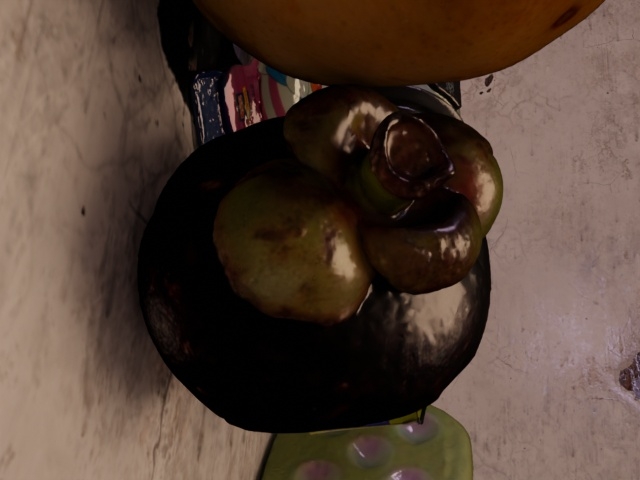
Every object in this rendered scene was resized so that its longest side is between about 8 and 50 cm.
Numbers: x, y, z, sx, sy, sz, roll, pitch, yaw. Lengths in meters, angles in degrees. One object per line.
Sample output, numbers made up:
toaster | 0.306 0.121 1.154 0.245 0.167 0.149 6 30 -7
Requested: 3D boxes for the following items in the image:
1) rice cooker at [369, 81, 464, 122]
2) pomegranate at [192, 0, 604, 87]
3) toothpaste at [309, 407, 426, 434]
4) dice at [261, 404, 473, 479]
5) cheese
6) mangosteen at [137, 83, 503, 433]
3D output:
rice cooker | 0.081 -0.168 1.020 0.280 0.241 0.227 36 44 -35
pomegranate | 0.053 -0.310 0.516 0.416 0.416 0.417 1 90 -79
toothpaste | 0.071 0.094 0.804 0.327 0.110 0.077 -46 125 -68
dice | 0.065 0.360 0.930 0.254 0.249 0.252 -67 156 -63
cheese | -0.045 -0.142 0.745 0.244 0.062 0.155 -28 115 -55
mangosteen | 0.007 0.015 0.539 0.287 0.287 0.233 7 82 -79
